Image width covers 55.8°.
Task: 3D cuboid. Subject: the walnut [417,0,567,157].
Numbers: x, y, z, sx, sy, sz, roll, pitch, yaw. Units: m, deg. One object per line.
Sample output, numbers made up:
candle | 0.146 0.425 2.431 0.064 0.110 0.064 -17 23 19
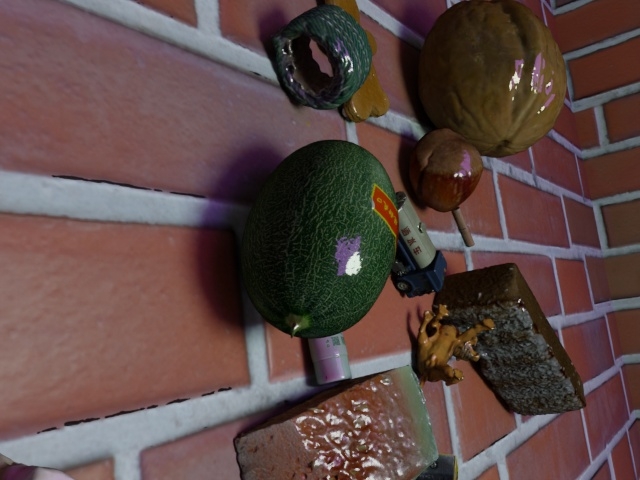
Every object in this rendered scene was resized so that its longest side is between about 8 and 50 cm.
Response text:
walnut | 0.347 -0.339 1.244 0.333 0.333 0.332 24 60 -50

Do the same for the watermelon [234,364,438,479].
watermelon | 0.017 0.261 0.729 0.257 0.140 0.192 9 63 -46

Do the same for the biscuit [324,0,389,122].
biscuit | 0.052 -0.318 1.027 0.158 0.035 0.240 -19 95 -58

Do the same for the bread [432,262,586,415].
bread | 0.391 0.217 1.216 0.416 0.165 0.113 49 41 -33

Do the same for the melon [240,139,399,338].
melon | 0.000 0.000 0.714 0.182 0.182 0.287 51 40 -32

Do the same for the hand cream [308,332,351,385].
hand cream | 0.002 0.104 0.812 0.076 0.047 0.174 11 61 -53

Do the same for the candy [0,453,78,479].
candy | -0.169 0.277 0.436 0.265 0.116 0.155 48 42 -34

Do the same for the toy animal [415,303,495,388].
toy animal | 0.196 0.200 1.023 0.255 0.114 0.116 -35 150 -49

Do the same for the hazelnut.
hazelnut | 0.233 -0.132 1.145 0.143 0.143 0.154 29 40 -47

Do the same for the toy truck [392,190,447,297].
toy truck | 0.140 0.001 0.998 0.201 0.088 0.074 56 38 -27

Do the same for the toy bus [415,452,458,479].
toy bus | 0.159 0.429 0.883 0.074 0.081 0.226 68 26 -53

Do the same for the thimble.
thimble | 0.005 -0.261 0.865 0.135 0.118 0.090 62 36 -21

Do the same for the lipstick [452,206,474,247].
lipstick | 0.310 -0.029 1.312 0.094 0.019 0.019 63 37 -18
